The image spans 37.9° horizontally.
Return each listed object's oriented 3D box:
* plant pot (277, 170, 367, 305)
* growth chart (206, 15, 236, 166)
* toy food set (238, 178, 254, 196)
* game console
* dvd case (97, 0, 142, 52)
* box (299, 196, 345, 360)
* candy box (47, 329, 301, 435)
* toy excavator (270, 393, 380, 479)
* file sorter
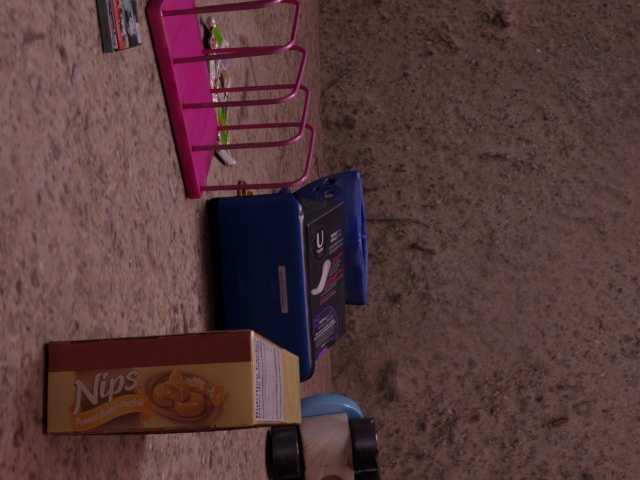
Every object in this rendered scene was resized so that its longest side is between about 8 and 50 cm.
[{"bbox_3d":[0.000,0.000,2.190,0.236,0.212,0.236,79,9,-47],"label":"plant pot"},{"bbox_3d":[-0.170,-0.247,1.593,0.172,0.021,0.237,-20,107,-85],"label":"growth chart"},{"bbox_3d":[-0.141,-0.075,1.775,0.083,0.020,0.083,72,16,-70],"label":"toy food set"},{"bbox_3d":[-0.088,0.070,1.528,0.173,0.250,0.293,-9,96,-58],"label":"game console"},{"bbox_3d":[-0.227,-0.260,1.051,0.119,0.013,0.087,-71,157,-73],"label":"dvd case"},{"bbox_3d":[-0.048,0.069,1.734,0.165,0.143,0.270,-35,128,-60],"label":"box"},{"bbox_3d":[-0.129,0.149,0.938,0.316,0.183,0.088,60,27,-78],"label":"candy box"},{"bbox_3d":[0.007,0.488,2.142,0.445,0.222,0.433,-101,-174,-64],"label":"toy excavator"},{"bbox_3d":[-0.113,-0.239,1.335,0.202,0.182,0.291,-85,170,-54],"label":"file sorter"}]
